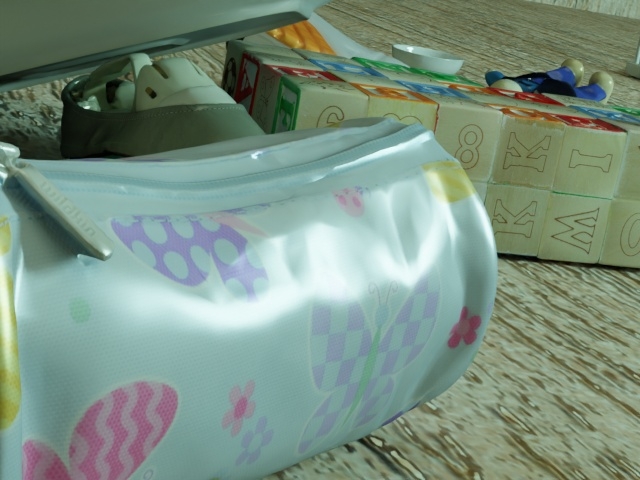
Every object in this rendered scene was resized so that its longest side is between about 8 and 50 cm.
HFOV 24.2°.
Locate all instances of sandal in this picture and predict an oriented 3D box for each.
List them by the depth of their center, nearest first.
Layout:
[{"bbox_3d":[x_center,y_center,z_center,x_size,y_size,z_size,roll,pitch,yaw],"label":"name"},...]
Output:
[{"bbox_3d":[-0.006,-0.146,1.318,0.265,0.076,0.102,29,26,-11],"label":"sandal"}]

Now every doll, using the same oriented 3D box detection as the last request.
[{"bbox_3d":[0.228,-0.155,1.559,0.129,0.046,0.189,29,27,28],"label":"doll"}]

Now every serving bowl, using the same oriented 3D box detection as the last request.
[{"bbox_3d":[0.121,-0.202,1.708,0.083,0.027,0.083,10,14,-2],"label":"serving bowl"}]

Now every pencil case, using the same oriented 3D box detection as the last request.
[{"bbox_3d":[-0.050,0.021,0.476,0.113,0.124,0.273,19,15,32],"label":"pencil case"}]

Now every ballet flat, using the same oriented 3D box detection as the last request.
[{"bbox_3d":[-0.095,-0.072,0.842,0.072,0.068,0.213,-7,8,-31],"label":"ballet flat"}]

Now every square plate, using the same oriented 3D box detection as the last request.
[{"bbox_3d":[-0.142,-0.135,0.938,0.344,0.049,0.347,-13,6,4],"label":"square plate"}]

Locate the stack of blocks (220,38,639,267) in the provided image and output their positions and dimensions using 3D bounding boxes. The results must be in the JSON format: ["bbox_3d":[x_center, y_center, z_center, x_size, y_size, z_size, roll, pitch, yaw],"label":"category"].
[{"bbox_3d":[0.094,-0.054,0.963,0.297,0.087,0.171,6,14,-19],"label":"stack of blocks"}]

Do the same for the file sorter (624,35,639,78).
[{"bbox_3d":[0.600,-0.277,2.077,0.193,0.173,0.278,2,16,-29],"label":"file sorter"}]
